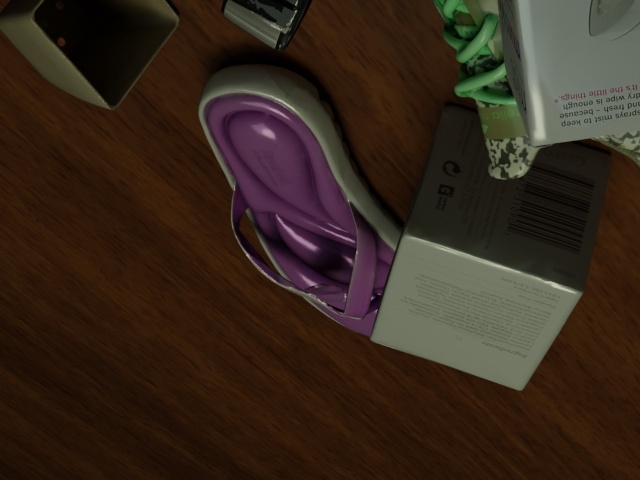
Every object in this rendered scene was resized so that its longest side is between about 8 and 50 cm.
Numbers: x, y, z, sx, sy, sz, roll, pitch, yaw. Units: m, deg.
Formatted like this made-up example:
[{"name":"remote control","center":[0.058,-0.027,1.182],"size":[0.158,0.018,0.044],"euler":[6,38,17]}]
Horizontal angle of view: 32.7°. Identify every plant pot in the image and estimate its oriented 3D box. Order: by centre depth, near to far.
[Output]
[{"name":"plant pot","center":[-0.207,-0.185,0.922],"size":[0.096,0.109,0.109],"euler":[6,146,42]}]

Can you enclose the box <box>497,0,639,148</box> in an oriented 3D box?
[{"name":"box","center":[0.212,-0.187,0.527],"size":[0.262,0.126,0.231],"euler":[-10,120,7]}]

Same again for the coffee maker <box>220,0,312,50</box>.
[{"name":"coffee maker","center":[-0.072,-0.236,0.755],"size":[0.178,0.120,0.171],"euler":[22,146,-3]}]

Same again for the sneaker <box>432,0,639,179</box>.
[{"name":"sneaker","center":[0.134,-0.130,0.693],"size":[0.410,0.182,0.158],"euler":[27,-172,-9]}]

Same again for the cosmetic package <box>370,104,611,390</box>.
[{"name":"cosmetic package","center":[0.145,0.010,0.961],"size":[0.151,0.151,0.183],"euler":[18,146,4]}]

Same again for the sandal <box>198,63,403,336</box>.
[{"name":"sandal","center":[-0.013,0.001,1.078],"size":[0.169,0.102,0.416],"euler":[-2,141,31]}]
